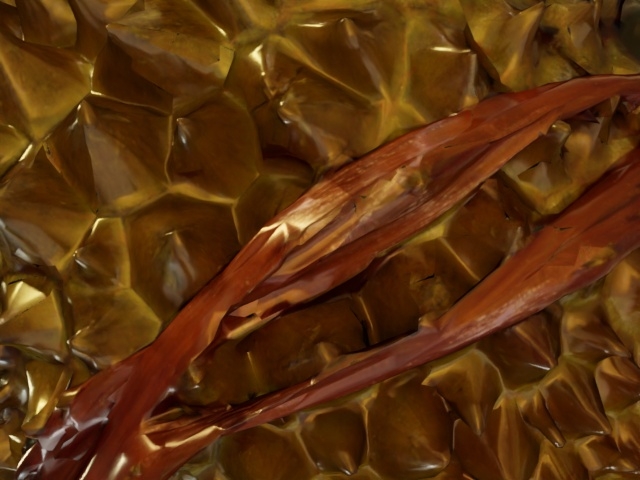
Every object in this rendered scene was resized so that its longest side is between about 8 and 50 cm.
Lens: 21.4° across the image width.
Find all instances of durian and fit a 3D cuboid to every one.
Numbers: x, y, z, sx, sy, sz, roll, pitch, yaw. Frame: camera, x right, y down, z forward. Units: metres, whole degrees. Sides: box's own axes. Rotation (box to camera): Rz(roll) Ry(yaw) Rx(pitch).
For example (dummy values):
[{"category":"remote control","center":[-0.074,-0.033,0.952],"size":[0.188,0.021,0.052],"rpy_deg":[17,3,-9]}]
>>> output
[{"category":"durian","center":[0.001,0.001,0.602],"size":[0.347,0.384,0.347],"rpy_deg":[-50,-23,-31]}]
